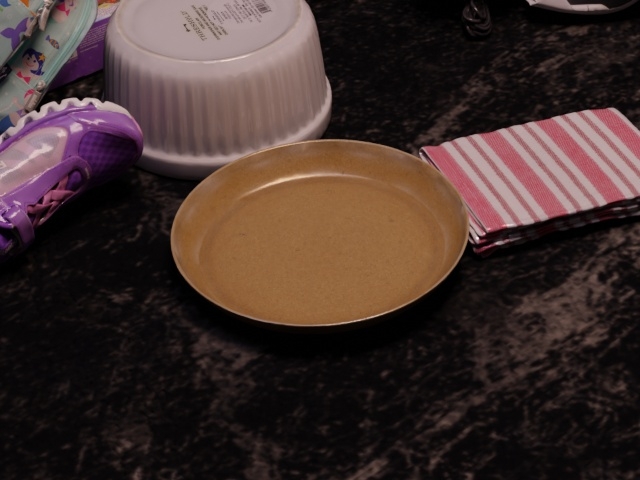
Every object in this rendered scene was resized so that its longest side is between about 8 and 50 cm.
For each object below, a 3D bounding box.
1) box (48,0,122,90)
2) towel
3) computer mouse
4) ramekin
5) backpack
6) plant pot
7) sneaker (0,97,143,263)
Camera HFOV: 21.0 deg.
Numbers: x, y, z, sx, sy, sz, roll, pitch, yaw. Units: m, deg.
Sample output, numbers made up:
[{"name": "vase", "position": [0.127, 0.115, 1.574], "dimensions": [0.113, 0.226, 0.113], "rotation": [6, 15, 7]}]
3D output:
[{"name": "box", "position": [-0.199, -0.258, 1.693], "dimensions": [0.293, 0.057, 0.201], "rotation": [-26, 44, -27]}, {"name": "towel", "position": [0.192, -0.053, 1.437], "dimensions": [0.197, 0.029, 0.144], "rotation": [-13, 37, -14]}, {"name": "computer mouse", "position": [0.231, -0.236, 1.658], "dimensions": [0.193, 0.042, 0.106], "rotation": [-5, 33, 6]}, {"name": "ramekin", "position": [-0.095, -0.155, 1.515], "dimensions": [0.207, 0.109, 0.207], "rotation": [-2, 38, 1]}, {"name": "backpack", "position": [-0.305, -0.212, 1.463], "dimensions": [0.225, 0.191, 0.253], "rotation": [17, 78, 53]}, {"name": "plant pot", "position": [0.000, 0.000, 1.370], "dimensions": [0.236, 0.032, 0.236], "rotation": [-2, 39, 2]}, {"name": "sneaker", "position": [-0.247, -0.034, 1.391], "dimensions": [0.236, 0.095, 0.104], "rotation": [-21, 48, -15]}]
